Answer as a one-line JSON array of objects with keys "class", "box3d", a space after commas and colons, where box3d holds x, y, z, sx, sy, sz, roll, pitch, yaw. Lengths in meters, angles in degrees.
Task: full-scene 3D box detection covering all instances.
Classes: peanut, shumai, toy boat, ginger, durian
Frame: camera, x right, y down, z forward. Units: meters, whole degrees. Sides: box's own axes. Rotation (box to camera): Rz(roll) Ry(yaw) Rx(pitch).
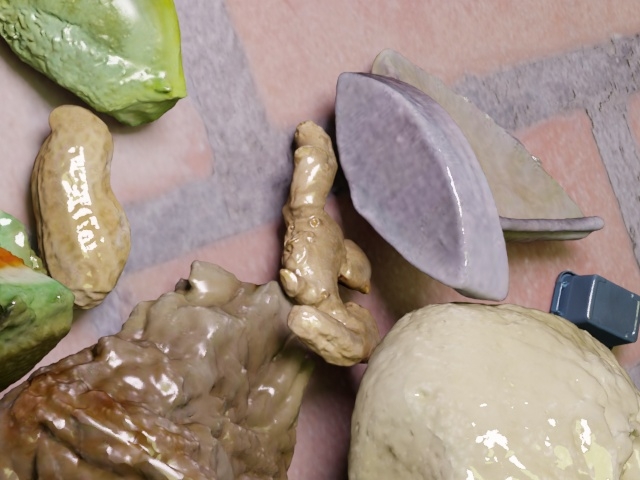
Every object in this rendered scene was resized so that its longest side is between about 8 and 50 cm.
[{"class": "peanut", "box3d": [-0.200, -0.028, 0.870, 0.080, 0.080, 0.174, -1, 79, -30]}, {"class": "shumai", "box3d": [-0.124, 0.176, 0.857, 0.346, 0.217, 0.283, 44, 29, -33]}, {"class": "toy boat", "box3d": [0.131, -0.073, 1.037, 0.276, 0.111, 0.293, 53, 31, 9]}, {"class": "ginger", "box3d": [0.007, 0.009, 0.969, 0.149, 0.065, 0.258, 50, 26, -50]}, {"class": "durian", "box3d": [-0.208, -0.207, 0.878, 0.250, 0.101, 0.139, 49, 62, -14]}]

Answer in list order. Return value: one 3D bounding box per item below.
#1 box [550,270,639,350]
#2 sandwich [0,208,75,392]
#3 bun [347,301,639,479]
[{"class": "box", "box3d": [0.310, 0.079, 1.155, 0.099, 0.054, 0.074, 24, 72, -25]}, {"class": "sandwich", "box3d": [-0.335, 0.001, 0.748, 0.301, 0.250, 0.162, 56, 17, 0]}, {"class": "bun", "box3d": [0.185, 0.215, 0.909, 0.352, 0.227, 0.349, -31, 107, -57]}]
